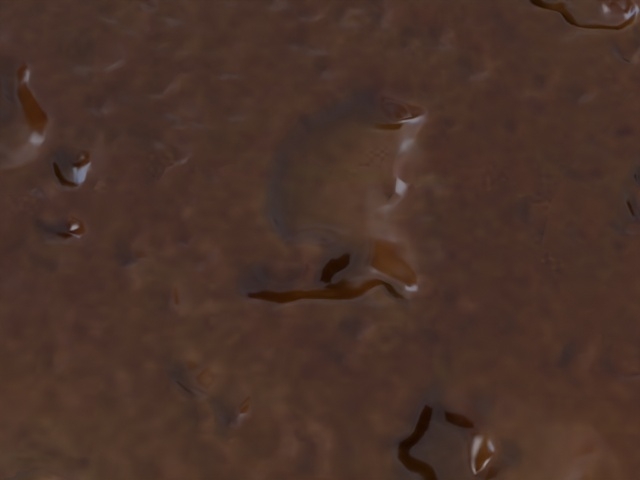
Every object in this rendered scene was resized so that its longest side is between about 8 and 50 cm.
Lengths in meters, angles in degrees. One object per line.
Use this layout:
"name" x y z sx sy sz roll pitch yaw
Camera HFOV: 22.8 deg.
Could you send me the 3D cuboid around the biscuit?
"biscuit" 0.000 0.000 0.381 0.306 0.043 0.284 5 -123 -1
